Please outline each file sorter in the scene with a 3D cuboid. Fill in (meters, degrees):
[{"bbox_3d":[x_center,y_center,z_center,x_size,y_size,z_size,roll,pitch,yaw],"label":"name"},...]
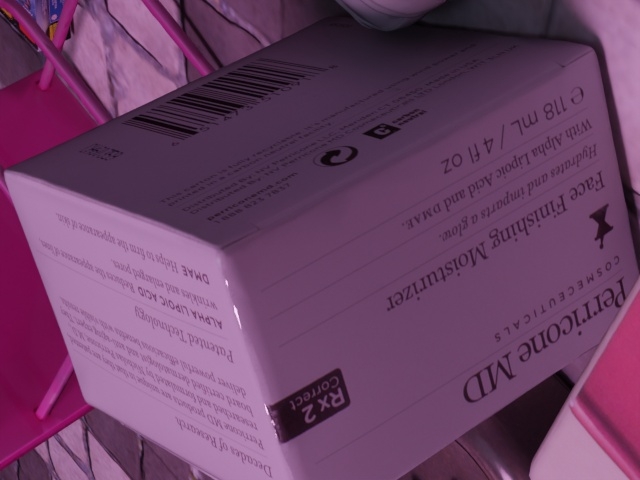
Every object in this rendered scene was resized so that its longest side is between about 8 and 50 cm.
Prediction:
[{"bbox_3d":[-0.193,-0.001,0.808,0.202,0.291,0.182,50,148,10],"label":"file sorter"}]

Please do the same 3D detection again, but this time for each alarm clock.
[{"bbox_3d":[0.089,0.130,0.714,0.129,0.064,0.192,-10,109,61],"label":"alarm clock"}]

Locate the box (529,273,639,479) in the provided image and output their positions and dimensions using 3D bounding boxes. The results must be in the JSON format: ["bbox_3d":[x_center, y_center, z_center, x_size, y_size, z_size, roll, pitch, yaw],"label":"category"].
[{"bbox_3d":[0.170,0.015,0.366,0.127,0.149,0.232,49,151,23],"label":"box"}]

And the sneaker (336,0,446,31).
[{"bbox_3d":[-0.022,-0.176,0.605,0.212,0.080,0.094,61,165,-3],"label":"sneaker"}]

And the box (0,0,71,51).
[{"bbox_3d":[-0.205,-0.195,0.941,0.137,0.027,0.094,45,147,28],"label":"box"}]

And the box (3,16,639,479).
[{"bbox_3d":[0.000,0.000,0.607,0.182,0.181,0.119,18,131,53],"label":"box"}]
